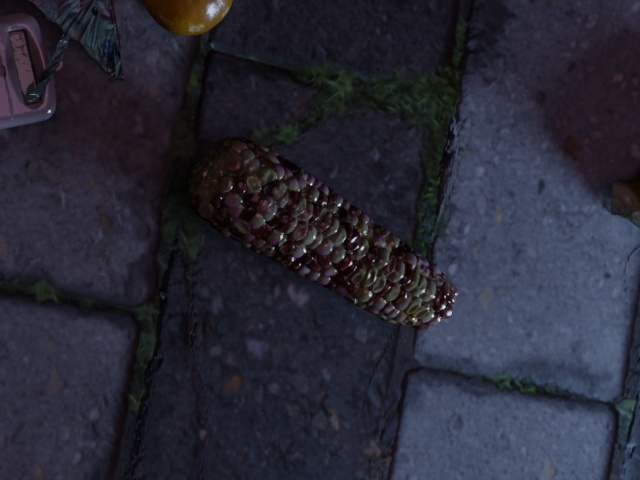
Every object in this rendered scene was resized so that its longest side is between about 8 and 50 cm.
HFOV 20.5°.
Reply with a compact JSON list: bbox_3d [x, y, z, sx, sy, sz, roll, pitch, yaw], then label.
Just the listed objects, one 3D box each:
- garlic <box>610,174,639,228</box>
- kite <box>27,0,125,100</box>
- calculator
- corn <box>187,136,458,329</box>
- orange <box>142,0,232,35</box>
[{"bbox_3d":[0.386,-0.083,1.774,0.128,0.090,0.198,36,81,-3],"label":"garlic"},{"bbox_3d":[-0.223,-0.185,1.569,0.139,0.011,0.157,39,58,-27],"label":"kite"},{"bbox_3d":[-0.309,-0.141,1.544,0.175,0.032,0.100,-14,92,-21],"label":"calculator"},{"bbox_3d":[0.000,0.000,1.627,0.280,0.092,0.092,34,77,-18],"label":"corn"},{"bbox_3d":[-0.120,-0.225,1.597,0.083,0.070,0.083,2,83,-19],"label":"orange"}]
